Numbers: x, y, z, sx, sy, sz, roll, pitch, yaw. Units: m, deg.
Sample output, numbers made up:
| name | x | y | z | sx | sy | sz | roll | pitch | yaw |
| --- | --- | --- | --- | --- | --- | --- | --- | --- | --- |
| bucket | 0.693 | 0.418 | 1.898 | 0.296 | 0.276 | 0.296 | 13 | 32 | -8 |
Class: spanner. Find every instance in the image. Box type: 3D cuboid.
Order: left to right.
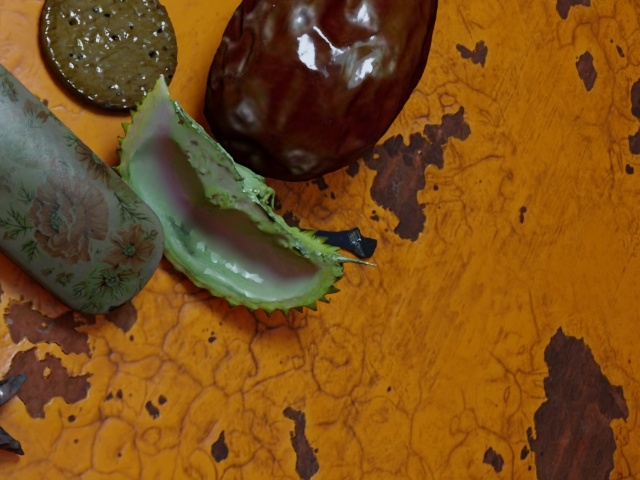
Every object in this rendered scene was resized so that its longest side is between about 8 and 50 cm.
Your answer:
| name | x | y | z | sx | sy | sz | roll | pitch | yaw |
| --- | --- | --- | --- | --- | --- | --- | --- | --- | --- |
| spanner | 0.000 | 0.000 | 1.423 | 0.208 | 0.012 | 0.046 | 4 | 81 | -36 |

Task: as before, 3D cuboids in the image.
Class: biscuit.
| name | x | y | z | sx | sy | sz | roll | pitch | yaw |
| --- | --- | --- | --- | --- | --- | --- | --- | --- | --- |
| biscuit | -0.267 | -0.254 | 1.260 | 0.188 | 0.027 | 0.188 | 8 | 76 | -35 |

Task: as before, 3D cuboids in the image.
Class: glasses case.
| name | x | y | z | sx | sy | sz | roll | pitch | yaw |
| --- | --- | --- | --- | --- | --- | --- | --- | --- | --- |
| glasses case | -0.353 | -0.084 | 1.110 | 0.425 | 0.098 | 0.156 | 46 | 72 | -25 |

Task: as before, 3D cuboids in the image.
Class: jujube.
| name | x | y | z | sx | sy | sz | roll | pitch | yaw |
| --- | --- | --- | --- | --- | --- | --- | --- | --- | --- |
| jujube | 0.006 | -0.258 | 1.322 | 0.276 | 0.276 | 0.377 | 35 | 62 | -27 |

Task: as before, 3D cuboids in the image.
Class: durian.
| name | x | y | z | sx | sy | sz | roll | pitch | yaw |
| --- | --- | --- | --- | --- | --- | --- | --- | --- | --- |
| durian | -0.119 | -0.031 | 1.241 | 0.355 | 0.169 | 0.157 | 42 | 65 | -17 |

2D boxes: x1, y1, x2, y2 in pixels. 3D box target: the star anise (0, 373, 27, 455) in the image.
| name | x | y | z | sx | sy | sz | roll | pitch | yaw |
| --- | --- | --- | --- | --- | --- | --- | --- | --- | --- |
| star anise | -0.399 | 0.185 | 1.065 | 0.182 | 0.065 | 0.195 | -7 | 82 | -38 |
